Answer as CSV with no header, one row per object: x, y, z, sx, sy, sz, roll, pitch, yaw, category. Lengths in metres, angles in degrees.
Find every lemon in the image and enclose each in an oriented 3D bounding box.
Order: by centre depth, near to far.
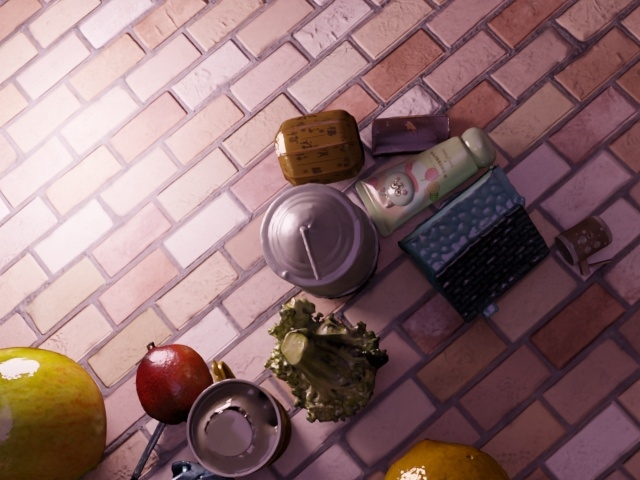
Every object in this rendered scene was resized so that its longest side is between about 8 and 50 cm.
0.239,0.514,1.579,0.293,0.293,0.293,-2,75,8,lemon

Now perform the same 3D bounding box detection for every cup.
-0.159,0.355,1.704,0.185,0.226,0.241,-24,72,3,cup
0.559,0.010,1.764,0.099,0.074,0.102,-30,73,0,cup

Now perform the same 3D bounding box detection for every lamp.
-0.001,-0.203,1.869,0.185,0.161,0.161,-13,74,6,lamp

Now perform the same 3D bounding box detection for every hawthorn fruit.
-0.310,0.290,1.779,0.169,0.169,0.188,-26,70,1,hawthorn fruit

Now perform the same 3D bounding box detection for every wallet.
0.204,-0.237,1.911,0.176,0.026,0.095,-4,80,8,wallet

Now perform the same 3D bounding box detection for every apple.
-0.615,0.382,1.728,0.340,0.339,0.339,-2,75,8,apple

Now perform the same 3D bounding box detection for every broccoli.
0.003,0.226,1.703,0.247,0.243,0.263,-14,68,19,broccoli

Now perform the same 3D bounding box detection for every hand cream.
0.237,-0.141,1.857,0.306,0.093,0.147,-31,71,10,hand cream

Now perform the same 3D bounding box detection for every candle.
0.000,0.000,1.720,0.221,0.342,0.221,-2,79,11,candle

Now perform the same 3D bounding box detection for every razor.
-0.365,0.452,1.809,0.066,0.033,0.190,23,79,13,razor

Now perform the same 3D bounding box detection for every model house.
0.334,0.011,1.751,0.261,0.226,0.241,-40,88,1,model house

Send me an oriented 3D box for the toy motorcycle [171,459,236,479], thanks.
-0.229,0.568,1.699,0.206,0.154,0.260,-32,100,-5,toy motorcycle
